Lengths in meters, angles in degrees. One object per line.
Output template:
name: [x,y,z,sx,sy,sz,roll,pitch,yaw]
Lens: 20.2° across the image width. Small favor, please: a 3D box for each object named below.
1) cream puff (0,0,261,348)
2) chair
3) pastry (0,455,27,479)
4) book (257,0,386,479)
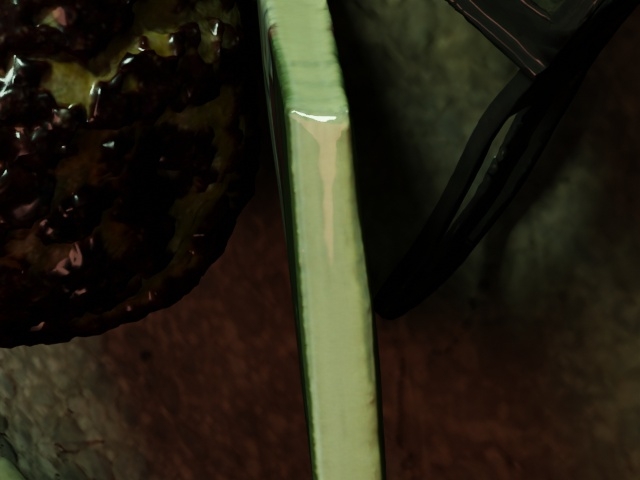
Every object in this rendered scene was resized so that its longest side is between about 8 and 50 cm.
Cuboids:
cream puff: [-0.108,-0.074,0.700,0.165,0.239,0.239,-2,114,0]
chair: [0.057,-0.088,0.639,0.113,0.106,0.229,44,129,9]
pastry: [-0.199,0.183,0.954,0.166,0.088,0.165,11,106,45]
book: [0.000,0.000,0.637,0.026,0.289,0.201,-7,112,-1]
